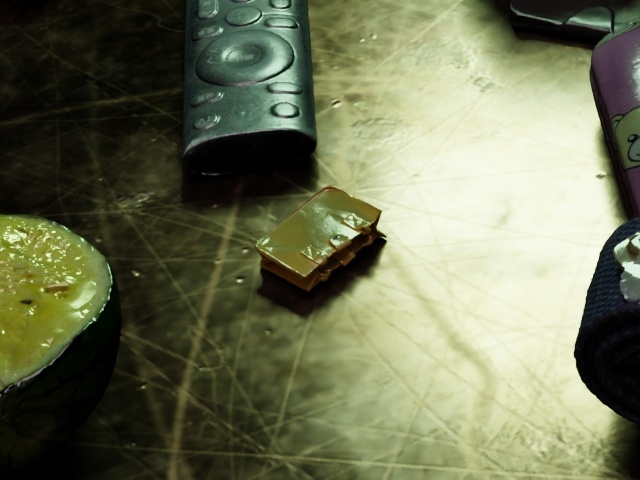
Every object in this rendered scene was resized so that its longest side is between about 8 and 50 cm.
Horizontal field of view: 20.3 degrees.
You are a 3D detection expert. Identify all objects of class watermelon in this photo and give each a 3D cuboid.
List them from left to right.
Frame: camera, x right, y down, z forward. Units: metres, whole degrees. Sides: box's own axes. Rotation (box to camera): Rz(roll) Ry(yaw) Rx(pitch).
[{"bbox_3d":[-0.223,0.082,1.162,0.204,0.127,0.232,-25,39,-17],"label":"watermelon"}]

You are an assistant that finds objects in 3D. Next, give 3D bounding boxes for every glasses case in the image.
[{"bbox_3d":[0.270,-0.063,1.265,0.123,0.075,0.316,-9,39,2],"label":"glasses case"}]

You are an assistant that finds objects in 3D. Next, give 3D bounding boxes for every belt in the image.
[{"bbox_3d":[0.271,0.059,1.068,0.231,0.139,0.126,5,41,16],"label":"belt"}]

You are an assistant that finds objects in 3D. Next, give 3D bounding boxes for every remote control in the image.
[{"bbox_3d":[-0.063,-0.186,1.519,0.107,0.044,0.377,-11,39,6],"label":"remote control"}]

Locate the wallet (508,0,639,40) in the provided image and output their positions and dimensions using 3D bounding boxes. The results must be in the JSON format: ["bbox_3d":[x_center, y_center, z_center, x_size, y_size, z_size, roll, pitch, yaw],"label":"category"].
[{"bbox_3d":[0.236,-0.191,1.476,0.157,0.018,0.082,14,44,27],"label":"wallet"}]

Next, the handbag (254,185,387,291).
[{"bbox_3d":[0.000,0.000,1.292,0.061,0.027,0.083,28,55,37],"label":"handbag"}]
